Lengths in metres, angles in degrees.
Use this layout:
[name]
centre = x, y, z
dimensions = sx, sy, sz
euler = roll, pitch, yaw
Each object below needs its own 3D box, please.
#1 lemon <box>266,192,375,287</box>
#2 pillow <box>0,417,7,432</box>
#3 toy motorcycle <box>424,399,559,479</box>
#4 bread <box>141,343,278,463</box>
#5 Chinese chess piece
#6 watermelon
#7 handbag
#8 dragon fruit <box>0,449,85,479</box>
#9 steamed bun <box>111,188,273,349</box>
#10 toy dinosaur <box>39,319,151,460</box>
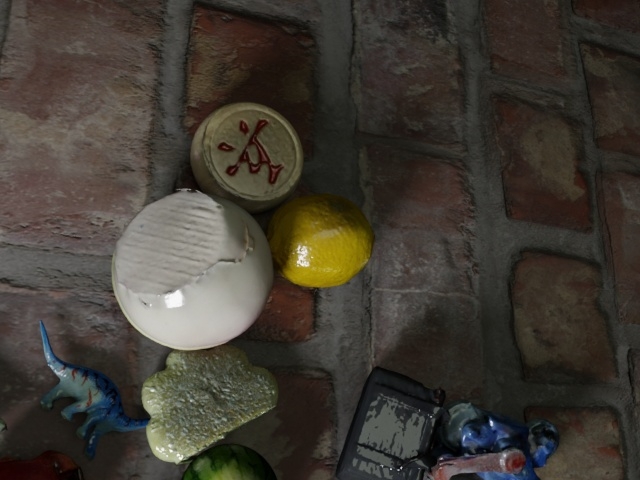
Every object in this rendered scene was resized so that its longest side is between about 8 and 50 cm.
[lemon]
centre = 0.000, 0.000, 1.462
dimensions = 0.260, 0.204, 0.204
euler = -4, 75, -25
[pillow]
centre = -0.718, 0.303, 1.078
dimensions = 0.312, 0.119, 0.310
euler = 44, 65, -6
[toy motorcycle]
centre = 0.362, 0.482, 1.522
dimensions = 0.319, 0.241, 0.182
euler = 17, 27, -17
[bread]
centre = -0.224, 0.288, 1.313
dimensions = 0.286, 0.056, 0.207
euler = -26, 66, -41
[Chinese chess piece]
centre = -0.159, -0.179, 1.503
dimensions = 0.249, 0.103, 0.250
euler = 7, 73, -23
[watermelon]
centre = -0.170, 0.465, 1.255
dimensions = 0.188, 0.214, 0.188
euler = -10, 112, -26
[handbag]
centre = 0.150, 0.403, 1.409
dimensions = 0.181, 0.181, 0.254
euler = 20, 63, 4
[dragon fruit]
centre = -0.500, 0.470, 1.063
dimensions = 0.315, 0.250, 0.250
euler = -40, 93, -22
[steamed bun]
centre = -0.223, 0.075, 1.313
dimensions = 0.309, 0.309, 0.309
euler = 8, 71, -23
[toy dinosaur]
centre = -0.418, 0.298, 1.247
dimensions = 0.329, 0.076, 0.144
euler = 40, 54, -12
